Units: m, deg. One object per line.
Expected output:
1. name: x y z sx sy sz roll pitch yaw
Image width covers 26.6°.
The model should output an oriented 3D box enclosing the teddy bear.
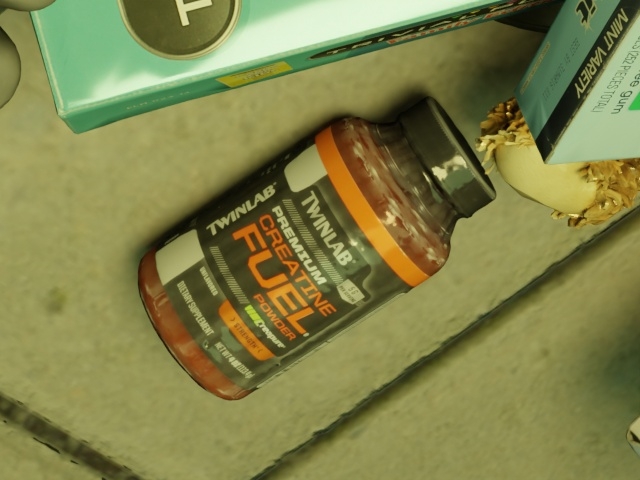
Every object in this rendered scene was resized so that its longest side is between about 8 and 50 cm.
1. teddy bear: 0.243 -0.090 0.725 0.338 0.113 0.245 -14 171 -11

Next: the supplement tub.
1. supplement tub: 0.000 0.000 0.775 0.198 0.106 0.106 -34 132 12

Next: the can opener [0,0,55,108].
1. can opener: -0.182 -0.138 0.476 0.095 0.283 0.076 18 108 -41

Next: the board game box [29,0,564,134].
1. board game box: 0.032 -0.208 0.522 0.336 0.079 0.253 -16 91 -5

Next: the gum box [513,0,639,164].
1. gum box: 0.185 -0.095 0.499 0.184 0.041 0.157 -5 147 -20

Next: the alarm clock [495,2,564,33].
1. alarm clock: 0.141 -0.137 0.629 0.129 0.192 0.064 -30 134 -42

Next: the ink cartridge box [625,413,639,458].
1. ink cartridge box: 0.416 0.082 0.894 0.395 0.151 0.270 1 136 -54

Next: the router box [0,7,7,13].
1. router box: -0.213 -0.121 0.642 0.122 0.038 0.092 -35 132 13
